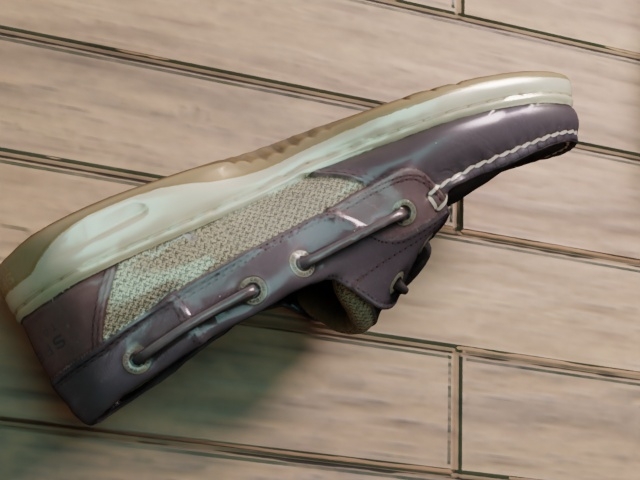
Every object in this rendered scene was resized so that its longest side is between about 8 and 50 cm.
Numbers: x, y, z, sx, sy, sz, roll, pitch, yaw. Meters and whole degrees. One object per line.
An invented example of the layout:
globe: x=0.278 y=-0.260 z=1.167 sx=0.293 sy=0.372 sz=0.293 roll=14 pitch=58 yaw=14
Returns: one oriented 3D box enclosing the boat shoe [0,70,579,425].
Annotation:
boat shoe: x=0.000 y=0.000 z=0.656 sx=0.285 sy=0.103 sz=0.092 roll=-20 pitch=84 yaw=-22
